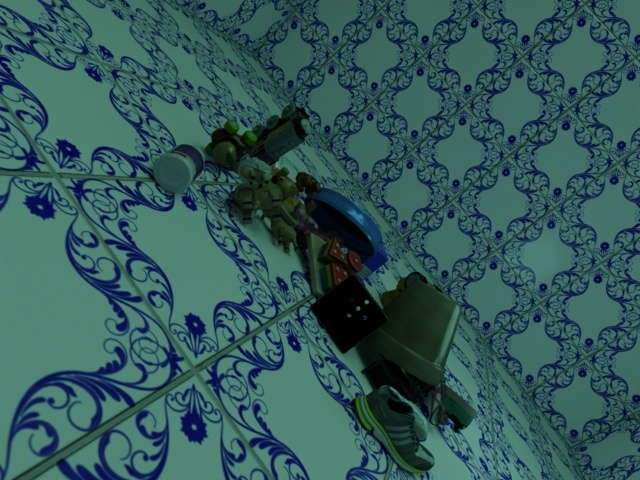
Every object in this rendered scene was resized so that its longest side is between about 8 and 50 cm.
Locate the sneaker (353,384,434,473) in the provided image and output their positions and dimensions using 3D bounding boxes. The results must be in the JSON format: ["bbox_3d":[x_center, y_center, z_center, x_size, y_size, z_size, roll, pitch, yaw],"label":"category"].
[{"bbox_3d":[0.230,0.533,1.333,0.300,0.121,0.111,47,17,-11],"label":"sneaker"}]

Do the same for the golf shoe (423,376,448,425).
[{"bbox_3d":[0.407,0.559,1.688,0.067,0.086,0.185,53,39,-47],"label":"golf shoe"}]

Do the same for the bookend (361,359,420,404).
[{"bbox_3d":[0.230,0.474,1.544,0.156,0.072,0.157,23,31,-58],"label":"bookend"}]

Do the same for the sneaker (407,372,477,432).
[{"bbox_3d":[0.425,0.583,1.769,0.302,0.121,0.108,36,-10,36],"label":"sneaker"}]

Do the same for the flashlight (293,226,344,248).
[{"bbox_3d":[0.000,0.000,1.943,0.304,0.103,0.103,-1,95,-65],"label":"flashlight"}]

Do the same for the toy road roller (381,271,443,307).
[{"bbox_3d":[0.411,0.321,2.154,0.203,0.241,0.329,35,48,-37],"label":"toy road roller"}]

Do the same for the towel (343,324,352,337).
[{"bbox_3d":[0.106,0.316,1.676,0.060,0.009,0.083,56,17,16],"label":"towel"}]

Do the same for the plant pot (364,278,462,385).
[{"bbox_3d":[0.343,0.300,1.676,0.323,0.280,0.323,31,0,0],"label":"plant pot"}]

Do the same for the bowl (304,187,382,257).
[{"bbox_3d":[0.102,-0.080,2.057,0.391,0.077,0.391,37,-14,11],"label":"bowl"}]

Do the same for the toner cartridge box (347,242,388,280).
[{"bbox_3d":[0.217,0.038,2.288,0.075,0.165,0.347,44,17,-21],"label":"toner cartridge box"}]

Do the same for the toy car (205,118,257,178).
[{"bbox_3d":[-0.322,-0.302,1.677,0.149,0.155,0.188,28,38,-30],"label":"toy car"}]

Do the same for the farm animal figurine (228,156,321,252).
[{"bbox_3d":[-0.156,-0.132,1.626,0.327,0.330,0.172,8,40,-24],"label":"farm animal figurine"}]

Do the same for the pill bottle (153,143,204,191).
[{"bbox_3d":[-0.397,-0.217,1.365,0.108,0.108,0.193,45,18,-16],"label":"pill bottle"}]

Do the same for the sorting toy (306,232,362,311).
[{"bbox_3d":[0.071,0.115,1.769,0.257,0.090,0.255,33,39,-43],"label":"sorting toy"}]

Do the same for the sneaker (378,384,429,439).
[{"bbox_3d":[0.254,0.524,1.474,0.237,0.085,0.086,49,25,-20],"label":"sneaker"}]

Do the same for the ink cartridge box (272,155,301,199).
[{"bbox_3d":[-0.156,-0.326,2.310,0.189,0.066,0.232,38,16,-35],"label":"ink cartridge box"}]

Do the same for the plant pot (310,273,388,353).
[{"bbox_3d":[0.109,0.236,1.578,0.187,0.188,0.167,53,10,12],"label":"plant pot"}]

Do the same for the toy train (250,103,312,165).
[{"bbox_3d":[-0.178,-0.457,2.093,0.142,0.334,0.190,36,37,-46],"label":"toy train"}]

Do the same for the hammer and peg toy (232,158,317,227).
[{"bbox_3d":[-0.177,-0.213,1.881,0.361,0.127,0.266,50,17,1],"label":"hammer and peg toy"}]
